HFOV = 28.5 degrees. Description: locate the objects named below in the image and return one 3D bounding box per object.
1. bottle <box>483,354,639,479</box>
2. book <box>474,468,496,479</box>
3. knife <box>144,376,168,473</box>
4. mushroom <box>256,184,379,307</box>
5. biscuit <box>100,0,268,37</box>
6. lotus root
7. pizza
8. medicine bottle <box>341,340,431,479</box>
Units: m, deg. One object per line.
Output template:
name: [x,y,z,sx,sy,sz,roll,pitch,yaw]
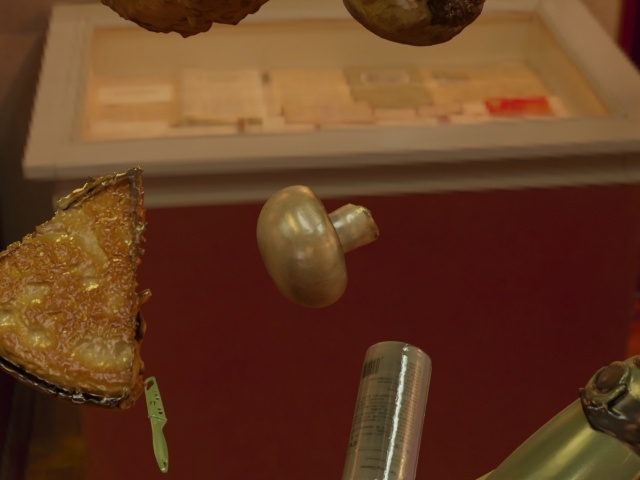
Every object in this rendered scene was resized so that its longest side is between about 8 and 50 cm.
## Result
bottle: [0.408,0.324,1.916,0.168,0.347,0.168,41,9,-8]
book: [0.287,0.465,2.268,0.111,0.014,0.077,-29,39,5]
knife: [-0.261,0.295,2.031,0.030,0.014,0.207,-3,41,-15]
mushroom: [0.000,0.000,2.035,0.204,0.204,0.204,0,27,0]
biscuit: [-0.052,-0.251,0.721,0.075,0.296,0.296,13,15,-39]
lotus root: [0.089,-0.271,1.340,0.138,0.138,0.214,-17,17,-30]
pizza: [-0.313,0.045,1.453,0.251,0.288,0.074,7,6,3]
medicine bottle: [0.047,0.177,0.979,0.057,0.057,0.199,5,56,10]
